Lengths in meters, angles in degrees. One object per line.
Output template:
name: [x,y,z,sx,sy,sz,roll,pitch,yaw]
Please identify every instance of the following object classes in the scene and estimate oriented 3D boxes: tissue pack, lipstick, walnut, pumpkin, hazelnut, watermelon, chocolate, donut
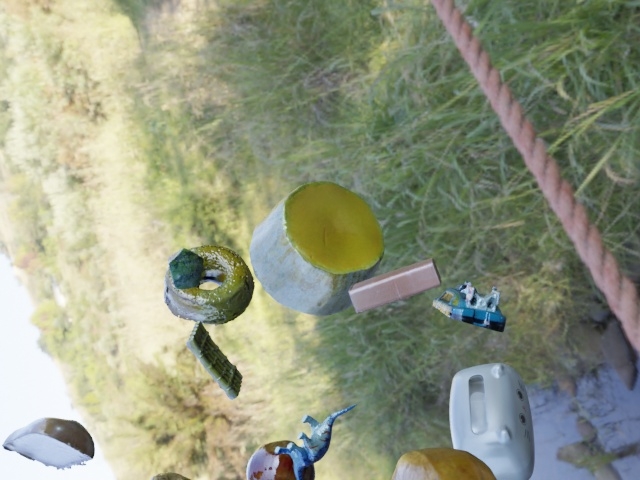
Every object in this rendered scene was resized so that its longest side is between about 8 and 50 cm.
tissue pack: [0.492,0.521,2.044,0.333,0.229,0.236,-83,-28,-42]
lipstick: [0.122,0.074,1.153,0.045,0.145,0.045,-43,-67,-76]
walnut: [0.251,0.527,1.456,0.336,0.209,0.209,-176,72,-74]
pumpkin: [0.000,0.000,1.787,0.199,0.332,0.332,-60,44,46]
hazelnut: [-0.122,0.680,2.100,0.202,0.170,0.160,-12,100,36]
watermelon: [-0.307,0.070,1.583,0.072,0.085,0.092,-28,38,62]
chocolate: [-0.630,0.468,1.669,0.261,0.161,0.083,-25,36,42]
donut: [-0.326,0.118,2.038,0.107,0.272,0.272,84,164,-53]

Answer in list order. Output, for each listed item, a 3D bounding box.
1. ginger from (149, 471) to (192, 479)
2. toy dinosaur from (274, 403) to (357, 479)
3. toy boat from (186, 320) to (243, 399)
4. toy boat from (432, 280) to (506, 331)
ginger: [-0.436,0.724,2.014,0.270,0.219,0.123,61,-154,-44]
toy dinosaur: [-0.034,0.578,1.990,0.329,0.144,0.076,-62,14,0]
toy boat: [-0.155,0.176,1.041,0.115,0.016,0.063,55,-167,-16]
toy boat: [0.341,0.136,1.606,0.299,0.134,0.092,-107,29,-88]
